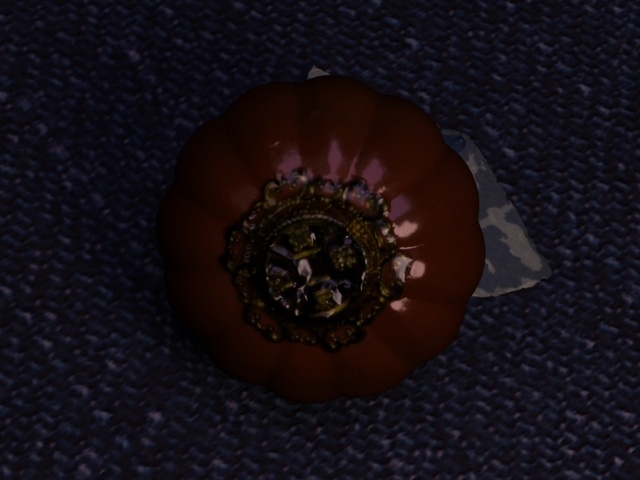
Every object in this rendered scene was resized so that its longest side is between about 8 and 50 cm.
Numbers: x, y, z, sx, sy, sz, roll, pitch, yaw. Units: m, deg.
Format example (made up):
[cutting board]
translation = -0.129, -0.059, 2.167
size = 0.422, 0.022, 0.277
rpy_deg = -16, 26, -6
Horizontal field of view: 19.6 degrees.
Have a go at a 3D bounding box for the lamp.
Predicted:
[lamp]
translation = 0.000, 0.000, 1.239
size = 0.223, 0.196, 0.223
rpy_deg = 1, 100, 4

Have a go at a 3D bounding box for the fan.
[fan]
translation = 0.066, -0.038, 1.374
size = 0.240, 0.009, 0.131
rpy_deg = 42, 66, 9
